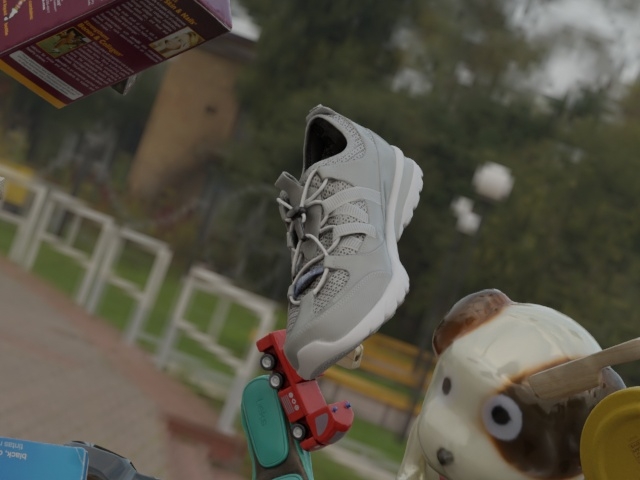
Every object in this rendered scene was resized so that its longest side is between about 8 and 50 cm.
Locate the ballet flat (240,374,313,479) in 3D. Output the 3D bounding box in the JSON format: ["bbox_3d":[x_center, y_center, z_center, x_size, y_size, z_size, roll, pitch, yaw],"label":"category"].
[{"bbox_3d":[-0.035,0.271,2.207,0.083,0.247,0.087,-21,-30,24],"label":"ballet flat"}]

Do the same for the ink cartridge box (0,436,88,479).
[{"bbox_3d":[-0.290,0.279,1.613,0.168,0.232,0.171,9,-11,-6],"label":"ink cartridge box"}]

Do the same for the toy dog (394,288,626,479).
[{"bbox_3d":[0.241,0.228,2.039,0.284,0.395,0.408,50,-4,36],"label":"toy dog"}]

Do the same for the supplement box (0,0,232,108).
[{"bbox_3d":[-0.183,-0.199,1.681,0.188,0.080,0.104,-21,-31,23],"label":"supplement box"}]

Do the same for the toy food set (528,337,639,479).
[{"bbox_3d":[0.263,0.162,1.422,0.071,0.218,0.128,-24,-8,-46],"label":"toy food set"}]

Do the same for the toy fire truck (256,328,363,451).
[{"bbox_3d":[0.001,0.125,2.177,0.135,0.192,0.047,-31,-12,32],"label":"toy fire truck"}]

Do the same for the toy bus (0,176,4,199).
[{"bbox_3d":[-0.261,-0.033,1.284,0.104,0.191,0.202,8,-34,26],"label":"toy bus"}]

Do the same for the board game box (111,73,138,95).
[{"bbox_3d":[-0.221,-0.230,1.918,0.126,0.026,0.186,35,-31,4],"label":"board game box"}]

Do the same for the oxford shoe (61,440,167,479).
[{"bbox_3d":[-0.152,0.262,1.782,0.212,0.076,0.076,27,21,11],"label":"oxford shoe"}]

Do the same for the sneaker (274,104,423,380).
[{"bbox_3d":[0.000,0.000,1.532,0.115,0.105,0.281,42,29,-19],"label":"sneaker"}]
